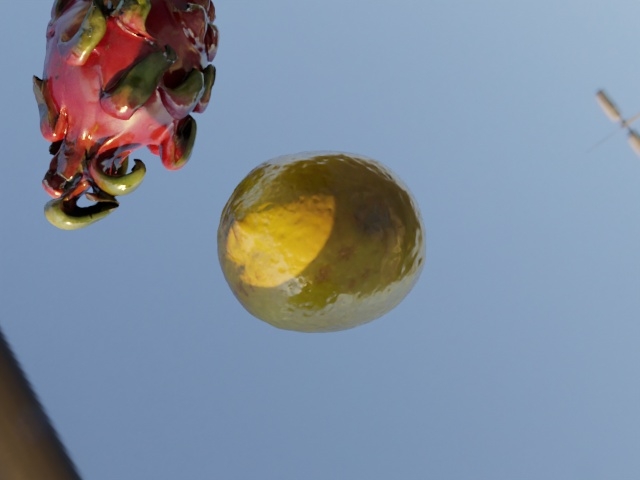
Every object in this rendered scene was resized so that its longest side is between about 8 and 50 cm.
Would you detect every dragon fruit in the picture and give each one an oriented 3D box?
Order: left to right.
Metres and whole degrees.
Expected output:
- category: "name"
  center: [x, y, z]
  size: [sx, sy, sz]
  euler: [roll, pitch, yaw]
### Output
- category: "dragon fruit"
  center: [-0.204, -0.159, 1.136]
  size: [0.218, 0.272, 0.198]
  euler: [27, -159, 30]

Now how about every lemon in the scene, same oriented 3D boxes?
- category: "lemon"
  center: [0.000, 0.000, 0.970]
  size: [0.207, 0.170, 0.170]
  euler: [-3, -117, -36]
